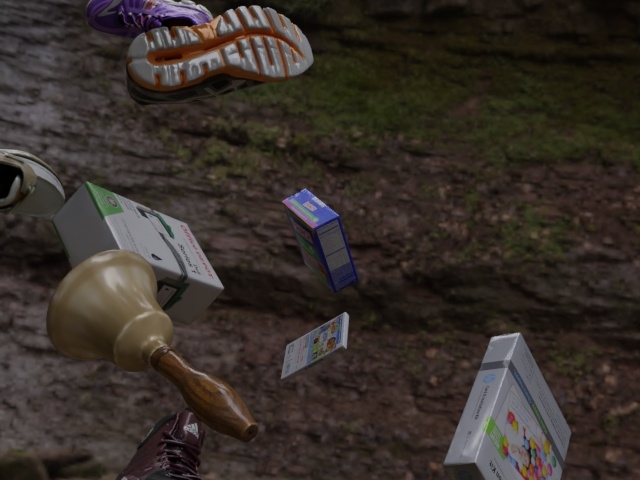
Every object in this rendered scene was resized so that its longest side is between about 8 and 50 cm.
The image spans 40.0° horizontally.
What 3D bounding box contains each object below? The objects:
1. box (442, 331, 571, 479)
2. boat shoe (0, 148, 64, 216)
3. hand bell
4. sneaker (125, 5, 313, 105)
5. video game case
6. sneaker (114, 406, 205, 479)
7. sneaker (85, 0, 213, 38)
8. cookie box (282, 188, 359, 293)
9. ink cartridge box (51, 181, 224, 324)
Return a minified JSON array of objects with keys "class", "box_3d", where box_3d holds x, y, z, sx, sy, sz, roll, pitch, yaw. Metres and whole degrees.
[{"class":"box","box_3d":[0.191,0.205,0.870,0.038,0.186,0.145,-15,-65,36]},{"class":"boat shoe","box_3d":[-0.510,-0.090,1.386,0.103,0.113,0.302,46,8,29]},{"class":"hand bell","box_3d":[-0.140,0.116,0.822,0.242,0.126,0.126,32,7,37]},{"class":"sneaker","box_3d":[-0.108,-0.188,0.924,0.215,0.084,0.083,-11,-12,-28]},{"class":"video game case","box_3d":[-0.008,0.169,1.388,0.122,0.087,0.011,-32,-67,22]},{"class":"sneaker","box_3d":[-0.184,0.275,1.097,0.106,0.162,0.281,41,-31,-17]},{"class":"sneaker","box_3d":[-0.224,-0.288,1.142,0.170,0.068,0.071,6,27,2]},{"class":"cookie box","box_3d":[0.000,0.000,1.127,0.040,0.107,0.092,-28,35,-14]},{"class":"ink cartridge box","box_3d":[-0.270,0.024,1.314,0.219,0.092,0.160,25,25,-52]}]
